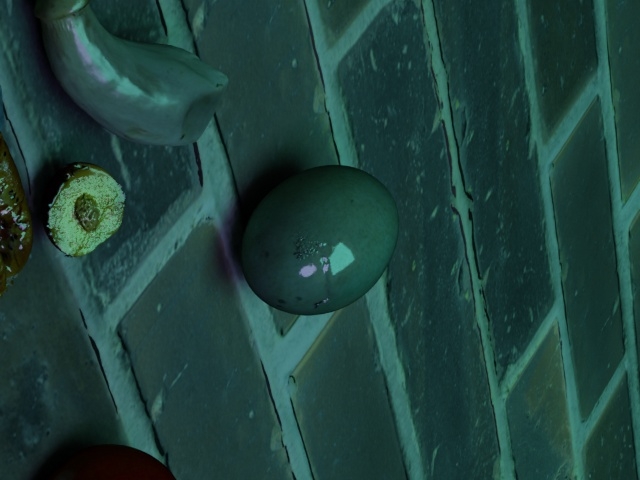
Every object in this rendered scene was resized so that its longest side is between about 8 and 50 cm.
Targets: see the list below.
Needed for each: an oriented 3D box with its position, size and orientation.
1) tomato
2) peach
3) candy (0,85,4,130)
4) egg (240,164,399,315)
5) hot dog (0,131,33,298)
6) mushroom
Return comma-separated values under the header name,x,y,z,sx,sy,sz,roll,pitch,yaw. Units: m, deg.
name,x,y,z,sx,sy,sz,roll,pitch,yaw
tomato,-0.227,0.316,2.066,0.195,0.136,0.195,-37,135,-48
peach,-0.250,-0.035,1.923,0.098,0.061,0.098,-11,108,-36
candy,-0.314,-0.126,1.799,0.030,0.020,0.083,-33,134,-51
egg,0.000,0.000,2.284,0.236,0.169,0.169,-42,139,-46
hot dog,-0.337,-0.047,1.742,0.144,0.075,0.268,-60,148,-25
mushroom,-0.201,-0.170,1.905,0.270,0.103,0.118,30,78,-56
